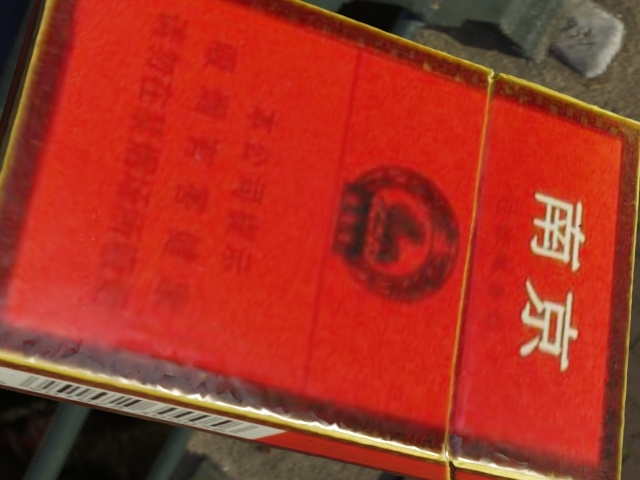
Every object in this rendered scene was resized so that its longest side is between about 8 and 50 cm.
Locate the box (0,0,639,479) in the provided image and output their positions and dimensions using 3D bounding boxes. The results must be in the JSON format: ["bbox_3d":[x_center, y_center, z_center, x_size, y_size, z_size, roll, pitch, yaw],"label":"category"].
[{"bbox_3d":[0.000,0.000,0.414,0.074,0.239,0.153,144,138,-59],"label":"box"}]
